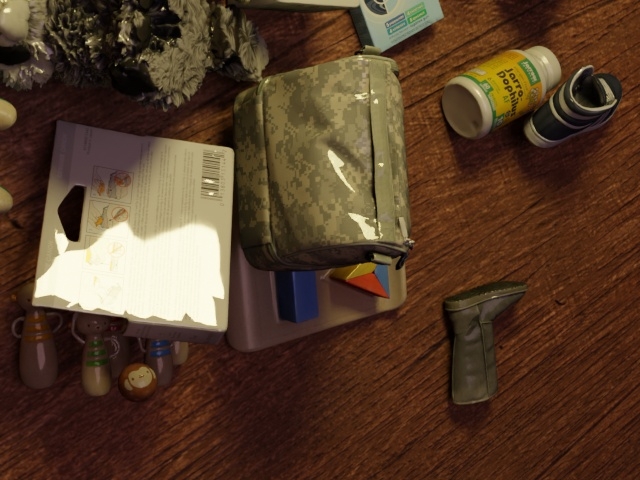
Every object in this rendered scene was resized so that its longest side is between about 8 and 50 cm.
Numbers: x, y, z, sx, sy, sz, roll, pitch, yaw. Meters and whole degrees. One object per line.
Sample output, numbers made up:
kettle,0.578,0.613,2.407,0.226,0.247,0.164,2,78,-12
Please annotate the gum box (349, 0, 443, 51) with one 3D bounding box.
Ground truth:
gum box,0.112,-0.427,1.667,0.157,0.041,0.184,-33,115,-24

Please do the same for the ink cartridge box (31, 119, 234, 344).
ink cartridge box,-0.257,-0.012,1.401,0.261,0.066,0.296,9,61,-16

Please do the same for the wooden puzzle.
wooden puzzle,0.000,0.000,1.643,0.348,0.080,0.322,-12,105,-31

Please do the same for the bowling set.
bowling set,-0.275,0.134,1.424,0.287,0.200,0.154,-7,101,-36

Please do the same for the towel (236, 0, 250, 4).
towel,-0.155,-0.394,1.438,0.027,0.148,0.110,-47,123,5

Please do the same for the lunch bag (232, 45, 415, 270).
lunch bag,0.020,-0.102,1.439,0.213,0.256,0.305,2,81,-31

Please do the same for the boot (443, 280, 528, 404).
boot,0.319,0.192,1.887,0.190,0.076,0.208,-15,99,-16

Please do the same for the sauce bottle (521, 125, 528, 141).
sauce bottle,0.446,-0.215,1.918,0.128,0.042,0.042,-12,105,-29

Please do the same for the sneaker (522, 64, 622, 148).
sneaker,0.512,-0.272,1.861,0.282,0.153,0.099,-31,81,-35

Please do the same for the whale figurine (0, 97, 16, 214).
whale figurine,-0.499,-0.134,1.284,0.216,0.141,0.272,-28,136,-11

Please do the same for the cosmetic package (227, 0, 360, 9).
cosmetic package,-0.041,-0.442,1.498,0.151,0.151,0.183,-6,101,-33

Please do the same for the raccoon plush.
raccoon plush,-0.299,-0.261,1.392,0.446,0.299,0.216,31,62,-65

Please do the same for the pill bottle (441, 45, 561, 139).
pill bottle,0.329,-0.272,1.788,0.208,0.117,0.117,-29,112,-26
